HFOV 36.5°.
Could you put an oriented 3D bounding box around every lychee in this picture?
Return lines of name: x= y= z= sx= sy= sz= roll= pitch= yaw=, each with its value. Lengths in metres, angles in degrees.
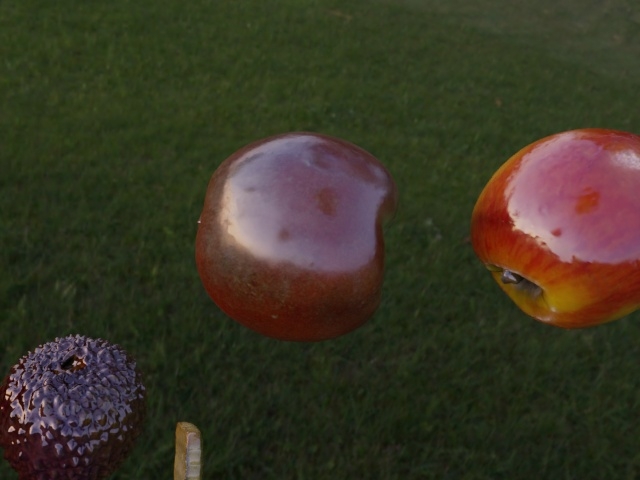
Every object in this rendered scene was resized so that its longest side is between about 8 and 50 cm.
lychee: x=-0.404 y=0.296 z=1.578 sx=0.271 sy=0.271 sz=0.271 roll=11 pitch=40 yaw=-9

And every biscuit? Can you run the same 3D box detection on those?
biscuit: x=-0.169 y=0.360 z=1.210 sx=0.029 sy=0.172 sz=0.255 roll=5 pitch=83 yaw=-13

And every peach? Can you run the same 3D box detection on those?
peach: x=0.332 y=-0.026 z=1.218 sx=0.281 sy=0.238 sz=0.281 roll=-24 pitch=34 yaw=17
peach: x=-0.029 y=-0.008 z=1.158 sx=0.252 sy=0.252 sz=0.252 roll=11 pitch=40 yaw=-9
